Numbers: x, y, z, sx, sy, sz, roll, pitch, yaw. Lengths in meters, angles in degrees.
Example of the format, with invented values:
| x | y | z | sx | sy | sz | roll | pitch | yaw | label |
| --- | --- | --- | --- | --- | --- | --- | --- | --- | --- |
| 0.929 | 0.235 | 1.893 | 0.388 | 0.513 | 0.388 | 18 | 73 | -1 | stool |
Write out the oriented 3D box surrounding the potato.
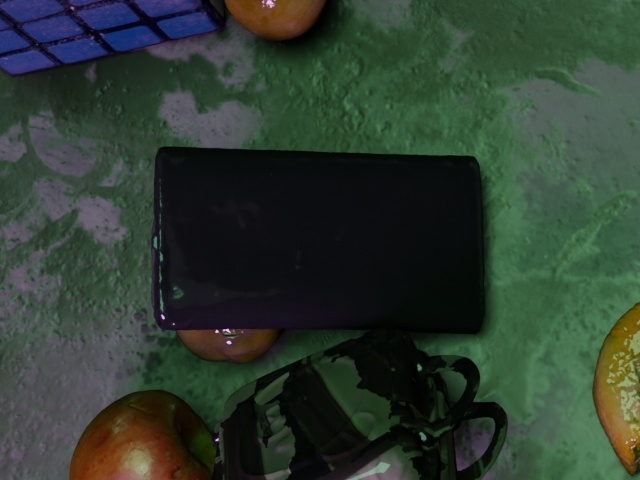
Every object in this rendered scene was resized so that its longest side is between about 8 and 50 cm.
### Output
| x | y | z | sx | sy | sz | roll | pitch | yaw | label |
| --- | --- | --- | --- | --- | --- | --- | --- | --- | --- |
| -0.113 | 0.054 | 2.013 | 0.154 | 0.137 | 0.200 | -36 | 54 | 52 | potato |

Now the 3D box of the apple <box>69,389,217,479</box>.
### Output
| x | y | z | sx | sy | sz | roll | pitch | yaw | label |
| --- | --- | --- | --- | --- | --- | --- | --- | --- | --- |
| -0.214 | 0.287 | 1.954 | 0.196 | 0.196 | 0.196 | -4 | 75 | 15 | apple |

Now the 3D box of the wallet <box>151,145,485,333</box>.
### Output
| x | y | z | sx | sy | sz | roll | pitch | yaw | label |
| --- | --- | --- | --- | --- | --- | --- | --- | --- | --- |
| 0.000 | 0.000 | 1.941 | 0.406 | 0.062 | 0.228 | 2 | 74 | -12 | wallet |

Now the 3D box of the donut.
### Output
| x | y | z | sx | sy | sz | roll | pitch | yaw | label |
| --- | --- | --- | --- | --- | --- | --- | --- | --- | --- |
| 0.402 | 0.135 | 1.872 | 0.259 | 0.101 | 0.152 | -47 | 64 | 5 | donut |

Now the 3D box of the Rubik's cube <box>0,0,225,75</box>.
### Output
| x | y | z | sx | sy | sz | roll | pitch | yaw | label |
| --- | --- | --- | --- | --- | --- | --- | --- | --- | --- |
| -0.342 | -0.450 | 2.097 | 0.344 | 0.337 | 0.343 | -12 | 73 | 14 | Rubik's cube |

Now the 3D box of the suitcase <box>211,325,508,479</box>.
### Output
| x | y | z | sx | sy | sz | roll | pitch | yaw | label |
| --- | --- | --- | --- | --- | --- | --- | --- | --- | --- |
| 0.050 | 0.254 | 1.810 | 0.339 | 0.351 | 0.194 | -25 | 111 | 11 | suitcase |

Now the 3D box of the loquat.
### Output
| x | y | z | sx | sy | sz | roll | pitch | yaw | label |
| --- | --- | --- | --- | --- | --- | --- | --- | --- | --- |
| -0.059 | -0.337 | 2.090 | 0.137 | 0.163 | 0.163 | -16 | 70 | -21 | loquat |
